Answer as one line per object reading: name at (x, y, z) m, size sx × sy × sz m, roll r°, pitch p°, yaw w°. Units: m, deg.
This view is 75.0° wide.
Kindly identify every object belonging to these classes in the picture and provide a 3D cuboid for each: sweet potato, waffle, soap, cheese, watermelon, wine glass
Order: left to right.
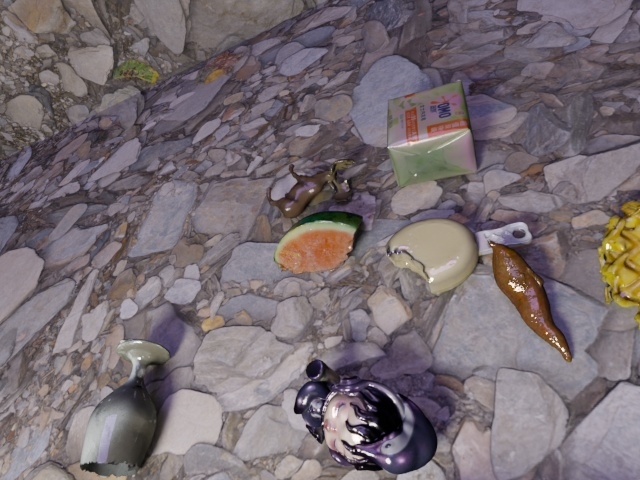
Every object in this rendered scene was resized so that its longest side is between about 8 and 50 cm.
wine glass at (-0.384, 0.329, 0.833) m, size 0.126 × 0.126 × 0.241 m, roll -14°, pitch 47°, yaw 16°
watermelon at (-0.002, -0.022, 0.953) m, size 0.230 × 0.128 × 0.146 m, roll -8°, pitch 32°, yaw 24°
soap at (0.256, -0.247, 0.970) m, size 0.181 × 0.138 × 0.200 m, roll -9°, pitch 49°, yaw 20°
cheese at (0.258, 0.002, 0.807) m, size 0.248 × 0.071 × 0.163 m, roll -30°, pitch 47°, yaw 2°
sweet potato at (0.349, 0.095, 0.697) m, size 0.068 × 0.068 × 0.226 m, roll -26°, pitch 64°, yaw 6°
waffle at (0.575, 0.030, 0.627) m, size 0.262 × 0.060 × 0.281 m, roll -2°, pitch 53°, yaw 27°

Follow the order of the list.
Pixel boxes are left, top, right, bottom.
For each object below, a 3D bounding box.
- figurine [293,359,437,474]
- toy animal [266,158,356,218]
figurine at (0.070, 0.284, 0.647) m, size 0.222 × 0.145 × 0.145 m, roll 14°, pitch 60°, yaw 47°
toy animal at (-0.016, -0.135, 1.063) m, size 0.214 × 0.094 × 0.186 m, roll -50°, pitch 43°, yaw -7°
